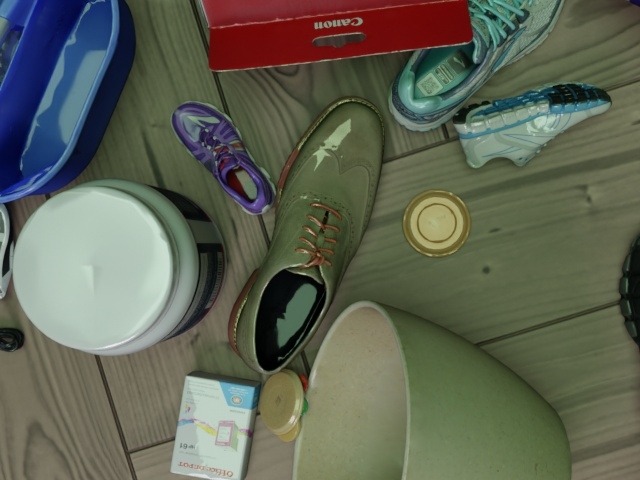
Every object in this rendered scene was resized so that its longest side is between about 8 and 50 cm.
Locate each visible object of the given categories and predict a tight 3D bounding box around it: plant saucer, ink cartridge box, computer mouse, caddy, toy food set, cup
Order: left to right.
[{"bbox_3d":[-0.416,0.039,1.358,0.106,0.042,0.193,8,96,9],"label":"computer mouse"},{"bbox_3d":[-0.366,-0.207,1.285,0.241,0.179,0.341,23,92,5],"label":"caddy"},{"bbox_3d":[-0.128,0.229,1.325,0.088,0.052,0.122,9,92,5],"label":"ink cartridge box"},{"bbox_3d":[-0.044,0.196,1.314,0.020,0.083,0.082,15,101,-38],"label":"toy food set"},{"bbox_3d":[0.010,-0.343,1.219,0.309,0.130,0.272,-7,57,4],"label":"ink cartridge box"},{"bbox_3d":[0.142,-0.021,1.323,0.083,0.013,0.083,0,90,4],"label":"plant saucer"},{"bbox_3d":[0.132,0.245,1.197,0.237,0.331,0.331,10,91,-18],"label":"cup"}]

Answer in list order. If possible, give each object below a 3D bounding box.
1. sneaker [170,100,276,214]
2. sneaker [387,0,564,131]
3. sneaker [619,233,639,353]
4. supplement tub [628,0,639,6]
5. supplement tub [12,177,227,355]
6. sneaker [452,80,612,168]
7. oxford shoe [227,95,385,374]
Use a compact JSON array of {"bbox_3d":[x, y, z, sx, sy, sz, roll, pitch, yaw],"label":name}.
[{"bbox_3d":[-0.116,-0.105,1.317,0.068,0.071,0.170,-44,86,3],"label":"sneaker"},{"bbox_3d":[0.194,-0.241,1.265,0.110,0.122,0.283,41,93,3],"label":"sneaker"},{"bbox_3d":[0.425,0.114,1.272,0.106,0.101,0.267,-7,88,-17],"label":"sneaker"},{"bbox_3d":[0.457,-0.338,1.173,0.331,0.241,0.241,29,92,14],"label":"supplement tub"},{"bbox_3d":[-0.219,0.029,1.223,0.191,0.272,0.191,0,89,5],"label":"supplement tub"},{"bbox_3d":[0.255,-0.134,1.297,0.191,0.071,0.083,-13,118,0],"label":"sneaker"},{"bbox_3d":[0.000,0.000,1.265,0.123,0.130,0.348,19,94,-14],"label":"oxford shoe"}]
